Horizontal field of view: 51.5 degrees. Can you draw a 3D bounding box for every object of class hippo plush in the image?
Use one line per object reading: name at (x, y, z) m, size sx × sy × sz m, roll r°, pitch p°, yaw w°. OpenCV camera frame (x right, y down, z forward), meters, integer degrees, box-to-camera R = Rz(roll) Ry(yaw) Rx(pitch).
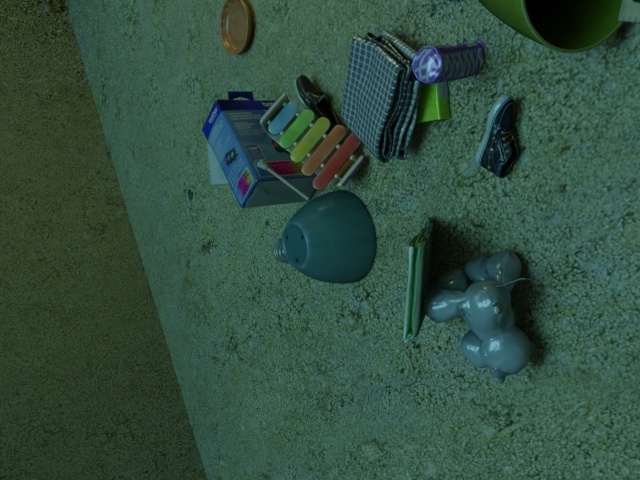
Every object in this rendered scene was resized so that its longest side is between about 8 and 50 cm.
hippo plush at (0.413, 0.177, 1.535) m, size 0.294 × 0.234 × 0.236 m, roll -5°, pitch 120°, yaw 59°

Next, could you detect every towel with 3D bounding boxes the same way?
towel at (0.156, -0.377, 1.720) m, size 0.235 × 0.121 × 0.283 m, roll -123°, pitch 33°, yaw -46°
towel at (0.244, 0.089, 1.634) m, size 0.038 × 0.325 × 0.248 m, roll 4°, pitch 103°, yaw 13°

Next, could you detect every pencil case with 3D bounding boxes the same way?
pencil case at (0.297, -0.409, 1.513) m, size 0.086 × 0.206 × 0.088 m, roll 55°, pitch 136°, yaw 11°

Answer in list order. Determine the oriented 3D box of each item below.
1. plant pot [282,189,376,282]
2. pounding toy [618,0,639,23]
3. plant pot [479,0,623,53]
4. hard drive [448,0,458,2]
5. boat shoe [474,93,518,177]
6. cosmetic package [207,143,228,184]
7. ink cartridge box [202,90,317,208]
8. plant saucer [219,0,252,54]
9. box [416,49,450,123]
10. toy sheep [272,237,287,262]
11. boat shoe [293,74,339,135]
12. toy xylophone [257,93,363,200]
plant pot at (0.000, 0.000, 2.006) m, size 0.290 × 0.195 × 0.290 m, roll 15°, pitch 110°, yaw 51°
pounding toy at (0.594, -0.422, 1.155) m, size 0.100 × 0.141 × 0.130 m, roll 28°, pitch 120°, yaw 47°
plant pot at (0.418, -0.527, 1.299) m, size 0.293 × 0.275 × 0.275 m, roll -134°, pitch 46°, yaw -59°
hard drive at (0.313, -0.752, 1.539) m, size 0.210 × 0.040 × 0.318 m, roll 52°, pitch 135°, yaw 32°
boat shoe at (0.419, -0.234, 1.506) m, size 0.083 × 0.065 × 0.183 m, roll 45°, pitch 138°, yaw 37°
cosmetic package at (-0.290, -0.279, 2.367) m, size 0.184 × 0.151 × 0.151 m, roll 5°, pitch 101°, yaw 52°
ink cartridge box at (-0.199, -0.309, 2.137) m, size 0.395 × 0.270 × 0.151 m, roll 60°, pitch 138°, yaw 24°
plant saucer at (-0.296, -0.762, 2.360) m, size 0.200 × 0.037 × 0.200 m, roll 17°, pitch 112°, yaw 51°
box at (0.269, -0.390, 1.681) m, size 0.109 × 0.042 × 0.178 m, roll 3°, pitch 100°, yaw 53°
toy sheep at (-0.119, 0.035, 2.268) m, size 0.132 × 0.091 × 0.091 m, roll 160°, pitch 99°, yaw -72°
boat shoe at (-0.004, -0.417, 2.019) m, size 0.073 × 0.080 × 0.223 m, roll -38°, pitch 72°, yaw 44°
toy xylophone at (-0.041, -0.261, 1.939) m, size 0.323 × 0.236 × 0.081 m, roll 31°, pitch 173°, yaw 3°
